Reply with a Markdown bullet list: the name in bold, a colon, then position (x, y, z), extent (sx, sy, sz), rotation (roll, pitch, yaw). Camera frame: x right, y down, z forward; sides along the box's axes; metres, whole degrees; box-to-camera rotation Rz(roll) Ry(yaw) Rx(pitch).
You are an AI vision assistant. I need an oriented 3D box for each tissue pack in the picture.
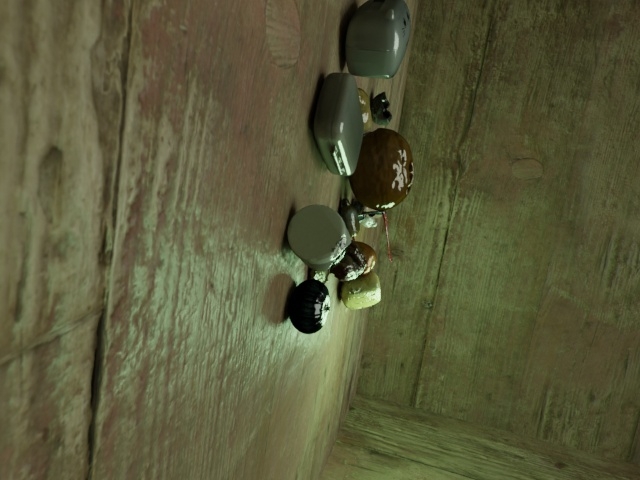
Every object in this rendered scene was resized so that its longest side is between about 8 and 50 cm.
- **tissue pack**: position (0.222, -0.788, 1.629), extent (0.333, 0.230, 0.236), rotation (-67, 161, -44)

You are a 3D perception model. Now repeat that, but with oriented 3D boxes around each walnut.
- **walnut**: position (0.288, -0.332, 2.028), extent (0.354, 0.308, 0.397), rotation (-47, 136, -59)

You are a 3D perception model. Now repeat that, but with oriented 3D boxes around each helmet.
- **helmet**: position (0.321, -0.714, 2.339), extent (0.153, 0.107, 0.176), rotation (-53, 130, -56)

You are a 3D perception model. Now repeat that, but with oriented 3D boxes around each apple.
- **apple**: position (0.206, 0.091, 2.302), extent (0.199, 0.199, 0.199), rotation (10, 90, -76)

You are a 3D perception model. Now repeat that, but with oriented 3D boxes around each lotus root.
- **lotus root**: position (0.135, -0.109, 2.026), extent (0.113, 0.088, 0.192), rotation (-71, 150, -66)

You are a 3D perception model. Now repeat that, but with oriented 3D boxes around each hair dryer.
- **hair dryer**: position (0.259, -0.297, 2.341), extent (0.189, 0.107, 0.344), rotation (2, 87, -48)

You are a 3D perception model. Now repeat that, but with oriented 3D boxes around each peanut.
- **peanut**: position (0.146, -0.528, 1.734), extent (0.253, 0.122, 0.137), rotation (73, 24, -57)

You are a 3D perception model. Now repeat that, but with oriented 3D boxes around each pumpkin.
- **pumpkin**: position (-0.033, 0.236, 1.521), extent (0.202, 0.140, 0.202), rotation (8, 90, -78)

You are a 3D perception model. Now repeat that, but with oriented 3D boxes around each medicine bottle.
- **medicine bottle**: position (0.072, -0.403, 1.527), extent (0.375, 0.123, 0.282), rotation (53, 50, -70)

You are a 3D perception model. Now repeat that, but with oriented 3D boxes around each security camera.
- **security camera**: position (0.000, 0.000, 1.410), extent (0.236, 0.195, 0.194), rotation (66, 36, -74)

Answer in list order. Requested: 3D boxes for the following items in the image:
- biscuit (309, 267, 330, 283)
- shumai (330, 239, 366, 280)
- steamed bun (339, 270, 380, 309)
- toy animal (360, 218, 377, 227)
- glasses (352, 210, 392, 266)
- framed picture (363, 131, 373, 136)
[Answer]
- **biscuit**: position (-0.005, 0.144, 1.777), extent (0.273, 0.036, 0.187), rotation (8, 91, -76)
- **shumai**: position (0.102, 0.110, 2.006), extent (0.185, 0.184, 0.218), rotation (-37, 163, -16)
- **steamed bun**: position (0.221, 0.269, 2.397), extent (0.273, 0.232, 0.166), rotation (75, 1, -58)
- **toy animal**: position (0.261, -0.130, 2.460), extent (0.103, 0.131, 0.221), rotation (-67, 165, 8)
- **glasses**: position (0.240, -0.012, 2.089), extent (0.118, 0.234, 0.268), rotation (-2, 81, -46)
- **framed picture**: position (0.247, -0.480, 2.362), extent (0.315, 0.024, 0.232), rotation (-44, 143, -65)
